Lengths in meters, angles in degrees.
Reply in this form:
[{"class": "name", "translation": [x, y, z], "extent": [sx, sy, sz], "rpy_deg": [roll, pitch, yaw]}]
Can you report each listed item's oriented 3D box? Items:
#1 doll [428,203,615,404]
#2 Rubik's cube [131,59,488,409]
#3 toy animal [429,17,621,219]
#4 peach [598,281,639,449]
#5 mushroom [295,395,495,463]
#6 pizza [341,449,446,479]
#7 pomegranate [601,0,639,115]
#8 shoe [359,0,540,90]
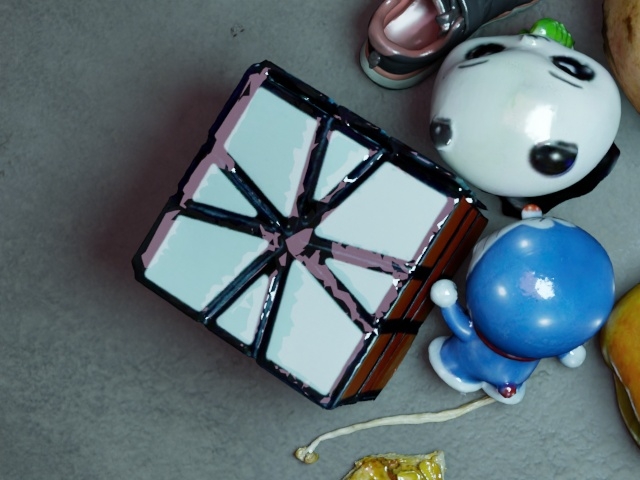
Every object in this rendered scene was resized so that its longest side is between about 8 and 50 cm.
[{"class": "doll", "translation": [0.227, 0.079, 1.409], "extent": [0.215, 0.257, 0.161], "rpy_deg": [10, 50, -20]}, {"class": "Rubik's cube", "translation": [0.000, 0.000, 1.440], "extent": [0.288, 0.283, 0.294], "rpy_deg": [35, 92, 15]}, {"class": "toy animal", "translation": [0.234, -0.144, 1.405], "extent": [0.212, 0.266, 0.213], "rpy_deg": [-2, 81, 16]}, {"class": "peach", "translation": [0.462, 0.136, 1.375], "extent": [0.274, 0.245, 0.249], "rpy_deg": [-27, 108, 1]}, {"class": "mushroom", "translation": [0.101, 0.223, 1.538], "extent": [0.286, 0.026, 0.028], "rpy_deg": [-19, 98, 10]}, {"class": "pizza", "translation": [0.099, 0.319, 1.511], "extent": [0.182, 0.062, 0.161], "rpy_deg": [37, 90, 15]}, {"class": "pomegranate", "translation": [0.450, -0.239, 1.290], "extent": [0.322, 0.322, 0.322], "rpy_deg": [-1, 86, 14]}, {"class": "shoe", "translation": [0.163, -0.296, 1.493], "extent": [0.291, 0.137, 0.114], "rpy_deg": [-36, 80, 7]}]
